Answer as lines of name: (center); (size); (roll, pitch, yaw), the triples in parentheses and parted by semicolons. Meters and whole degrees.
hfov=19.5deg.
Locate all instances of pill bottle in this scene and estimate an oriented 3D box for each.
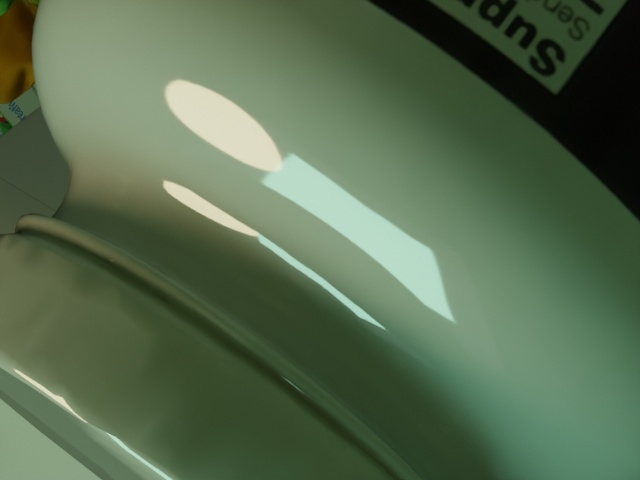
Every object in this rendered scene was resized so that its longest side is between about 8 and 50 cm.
pill bottle: (0.058, -0.068, 0.442); (0.181, 0.323, 0.181); (34, 167, 9)

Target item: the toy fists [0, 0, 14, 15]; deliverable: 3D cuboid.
toy fists: (-0.220, -0.190, 1.105); (0.096, 0.142, 0.279); (21, 172, -19)

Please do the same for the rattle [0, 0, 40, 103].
rattle: (-0.137, -0.126, 1.161); (0.199, 0.142, 0.130); (34, 150, 37)

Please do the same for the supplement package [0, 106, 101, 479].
supplement package: (0.000, 0.000, 0.805); (0.177, 0.293, 0.175); (30, 143, 23)

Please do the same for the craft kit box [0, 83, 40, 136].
craft kit box: (-0.335, -0.105, 1.481); (0.061, 0.247, 0.250); (27, 163, 32)
